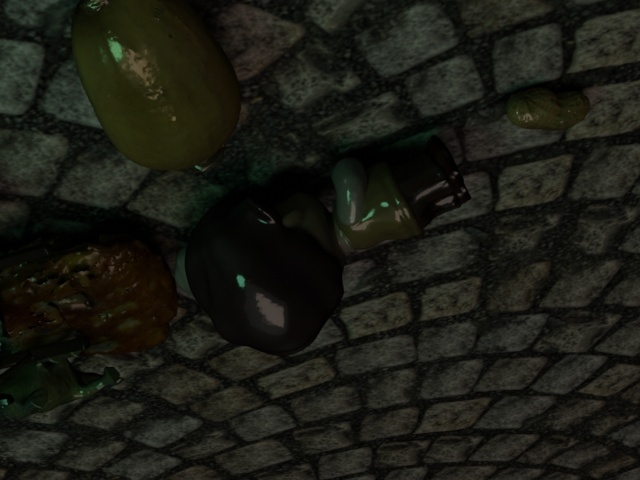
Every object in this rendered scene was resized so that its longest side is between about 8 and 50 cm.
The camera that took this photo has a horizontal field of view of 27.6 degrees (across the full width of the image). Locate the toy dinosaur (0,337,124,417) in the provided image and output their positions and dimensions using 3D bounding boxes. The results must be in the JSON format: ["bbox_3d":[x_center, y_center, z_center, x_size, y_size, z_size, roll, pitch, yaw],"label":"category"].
[{"bbox_3d":[-0.364,0.190,1.674,0.363,0.077,0.147,-8,162,-48],"label":"toy dinosaur"}]

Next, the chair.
[{"bbox_3d":[-0.445,0.113,1.497,0.319,0.160,0.186,-12,-166,31],"label":"chair"}]

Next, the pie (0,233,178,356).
[{"bbox_3d":[-0.326,0.075,1.669,0.308,0.086,0.308,-12,153,-6],"label":"pie"}]

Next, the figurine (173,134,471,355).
[{"bbox_3d":[-0.007,-0.019,1.614,0.365,0.206,0.218,-42,169,-1],"label":"figurine"}]

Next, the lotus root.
[{"bbox_3d":[-0.162,-0.160,1.332,0.146,0.131,0.303,-16,148,6],"label":"lotus root"}]

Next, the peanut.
[{"bbox_3d":[0.276,-0.159,1.576,0.113,0.054,0.054,-2,146,-22],"label":"peanut"}]
